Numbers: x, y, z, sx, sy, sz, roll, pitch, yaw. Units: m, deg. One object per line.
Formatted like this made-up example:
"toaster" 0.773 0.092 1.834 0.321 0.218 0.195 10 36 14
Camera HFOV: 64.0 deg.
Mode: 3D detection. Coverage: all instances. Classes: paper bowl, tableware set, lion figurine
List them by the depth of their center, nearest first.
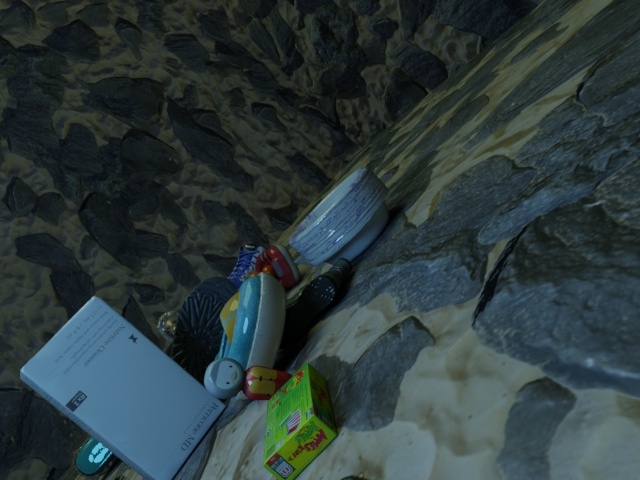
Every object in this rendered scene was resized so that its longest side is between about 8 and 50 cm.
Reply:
"paper bowl" 0.064 -0.047 1.325 0.284 0.148 0.284 -45 7 7
"tableware set" -0.589 0.675 1.511 0.128 0.039 0.194 -37 12 49
"lion figurine" -0.404 0.258 1.910 0.392 0.240 0.142 -51 9 -35

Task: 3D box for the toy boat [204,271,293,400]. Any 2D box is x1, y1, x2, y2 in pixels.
"toy boat" -0.146 0.203 0.980 0.318 0.148 0.267 -129 52 -71

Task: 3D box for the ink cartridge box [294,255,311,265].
"ink cartridge box" 0.000 0.000 1.557 0.104 0.061 0.181 14 -47 -47

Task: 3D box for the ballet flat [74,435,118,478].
"ballet flat" -0.653 0.617 1.814 0.483 0.164 0.182 -49 -12 -12

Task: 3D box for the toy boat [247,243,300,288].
"toy boat" -0.173 0.110 1.698 0.151 0.151 0.231 -28 0 -21

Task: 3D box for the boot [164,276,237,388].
"boot" -0.380 0.311 1.528 0.445 0.146 0.367 140 151 -69

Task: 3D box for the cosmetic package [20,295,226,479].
"cosmetic package" -0.433 0.338 1.139 0.217 0.385 0.156 -54 10 -34

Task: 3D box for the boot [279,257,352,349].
"boot" -0.027 0.146 1.175 0.246 0.083 0.161 -42 -3 22

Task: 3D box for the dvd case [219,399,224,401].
"dvd case" -0.259 0.378 1.355 0.221 0.018 0.164 -38 11 44

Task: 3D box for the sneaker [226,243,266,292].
"sneaker" -0.273 0.109 1.844 0.128 0.182 0.315 -3 9 26

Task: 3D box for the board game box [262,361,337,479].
"board game box" -0.032 0.248 0.720 0.092 0.043 0.181 -45 8 2

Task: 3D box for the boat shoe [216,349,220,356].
"boat shoe" -0.292 0.330 1.599 0.257 0.095 0.095 -177 100 -73
